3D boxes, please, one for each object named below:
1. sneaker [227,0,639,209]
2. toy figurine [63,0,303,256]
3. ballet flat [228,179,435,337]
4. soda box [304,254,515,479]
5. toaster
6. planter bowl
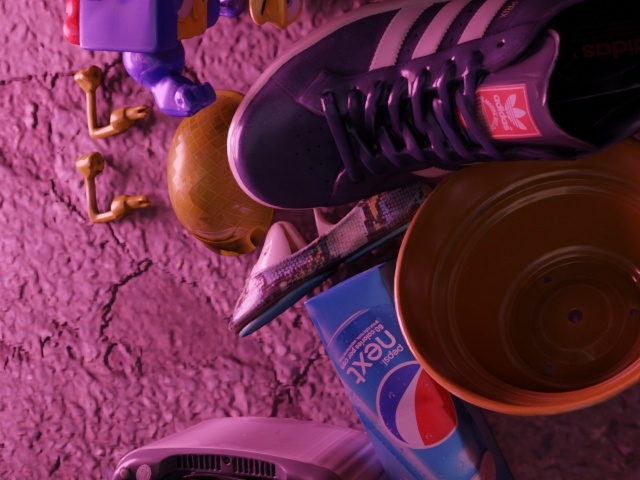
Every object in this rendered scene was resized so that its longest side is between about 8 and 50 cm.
[{"bbox_3d":[0.100,-0.095,1.012,0.350,0.148,0.131,-22,114,9],"label":"sneaker"},{"bbox_3d":[-0.137,-0.160,1.090,0.191,0.217,0.363,6,99,18],"label":"toy figurine"},{"bbox_3d":[0.000,0.000,1.150,0.188,0.070,0.070,-33,87,11],"label":"ballet flat"},{"bbox_3d":[0.071,0.120,1.137,0.067,0.071,0.210,-27,89,20],"label":"soda box"},{"bbox_3d":[-0.036,0.202,1.145,0.227,0.146,0.129,1,99,19],"label":"toaster"},{"bbox_3d":[0.166,0.036,1.063,0.217,0.090,0.217,-11,58,18],"label":"planter bowl"}]
